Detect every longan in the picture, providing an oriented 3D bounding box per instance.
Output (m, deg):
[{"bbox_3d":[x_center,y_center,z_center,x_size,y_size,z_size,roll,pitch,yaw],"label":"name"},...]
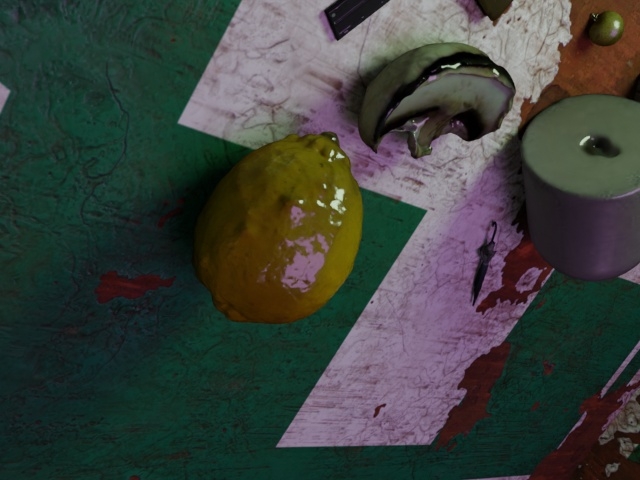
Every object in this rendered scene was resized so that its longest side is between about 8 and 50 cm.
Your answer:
[{"bbox_3d":[0.602,-0.452,1.708,0.083,0.075,0.075,36,98,-8],"label":"longan"}]

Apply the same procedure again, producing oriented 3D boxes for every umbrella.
[{"bbox_3d":[0.403,0.069,1.990,0.044,0.044,0.268,2,126,-5],"label":"umbrella"}]

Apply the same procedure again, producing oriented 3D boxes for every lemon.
[{"bbox_3d":[-0.063,-0.012,1.344,0.316,0.285,0.285,-29,140,3],"label":"lemon"}]

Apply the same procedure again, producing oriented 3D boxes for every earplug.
[{"bbox_3d":[0.627,-0.092,1.839,0.313,0.312,0.394,-36,141,-12],"label":"earplug"}]

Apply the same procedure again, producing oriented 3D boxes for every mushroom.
[{"bbox_3d":[0.204,-0.258,1.487,0.345,0.130,0.247,-16,148,-29],"label":"mushroom"}]

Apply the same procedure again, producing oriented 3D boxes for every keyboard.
[{"bbox_3d":[0.095,-0.416,1.338,0.202,0.011,0.067,-39,142,-8],"label":"keyboard"}]

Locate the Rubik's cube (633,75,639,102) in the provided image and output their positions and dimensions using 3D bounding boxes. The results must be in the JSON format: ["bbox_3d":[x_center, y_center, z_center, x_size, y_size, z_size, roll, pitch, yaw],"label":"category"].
[{"bbox_3d":[0.907,-0.319,1.919,0.319,0.318,0.264,-8,154,-36],"label":"Rubik's cube"}]

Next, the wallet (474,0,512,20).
[{"bbox_3d":[0.303,-0.487,1.440,0.110,0.031,0.198,-49,140,5],"label":"wallet"}]
